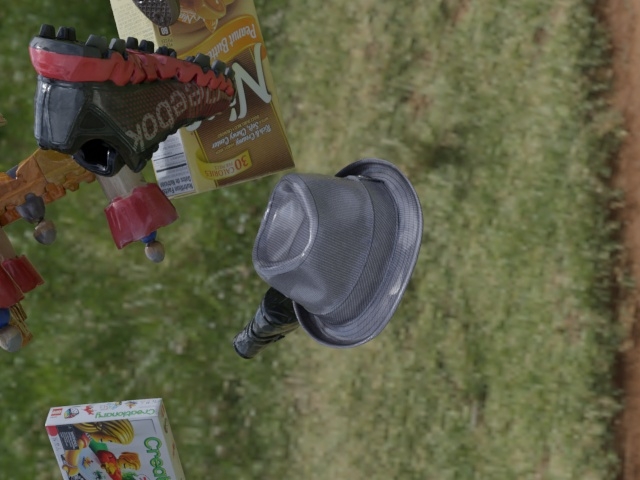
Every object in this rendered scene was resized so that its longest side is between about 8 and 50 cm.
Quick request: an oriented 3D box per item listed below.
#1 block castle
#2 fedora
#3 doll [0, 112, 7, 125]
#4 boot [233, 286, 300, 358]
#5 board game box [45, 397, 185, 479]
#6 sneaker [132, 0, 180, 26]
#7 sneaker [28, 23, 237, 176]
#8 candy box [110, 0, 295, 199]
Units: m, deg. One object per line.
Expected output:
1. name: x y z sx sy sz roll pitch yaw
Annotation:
1. block castle: -0.348 -0.003 1.812 0.212 0.303 0.453 63 174 -5
2. fedora: 0.000 0.000 1.688 0.243 0.124 0.275 -66 26 10
3. doll: -0.419 -0.236 1.659 0.129 0.046 0.189 127 132 -81
4. boot: -0.013 0.078 1.976 0.083 0.247 0.161 58 150 10
5. board game box: -0.330 0.404 2.309 0.053 0.193 0.305 -84 -15 -56
6. sneaker: -0.207 -0.348 1.617 0.066 0.071 0.188 -11 114 47
7. sneaker: -0.182 -0.129 1.329 0.098 0.276 0.135 16 100 29
8. candy box: -0.161 -0.227 1.842 0.088 0.183 0.316 -11 95 48
